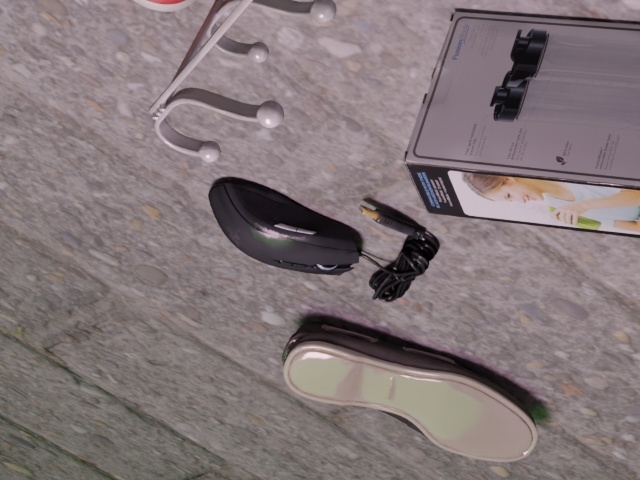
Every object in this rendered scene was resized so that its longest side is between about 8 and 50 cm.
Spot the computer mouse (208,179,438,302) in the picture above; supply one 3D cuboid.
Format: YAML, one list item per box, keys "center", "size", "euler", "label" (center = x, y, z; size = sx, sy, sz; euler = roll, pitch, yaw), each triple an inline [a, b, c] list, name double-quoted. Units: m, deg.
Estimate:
- center: [0.000, 0.000, 1.913]
  size: [0.262, 0.060, 0.184]
  euler: [26, 153, -11]
  label: "computer mouse"

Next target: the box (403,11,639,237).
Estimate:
- center: [0.235, -0.098, 1.465]
  size: [0.290, 0.169, 0.087]
  euler: [7, 152, 23]
  label: "box"

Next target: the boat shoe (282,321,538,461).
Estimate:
- center: [0.116, 0.178, 2.144]
  size: [0.335, 0.095, 0.112]
  euler: [19, 117, -4]
  label: "boat shoe"

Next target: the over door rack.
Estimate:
- center: [-0.027, -0.222, 1.340]
  size: [0.108, 0.239, 0.324]
  euler: [24, 153, -2]
  label: "over door rack"

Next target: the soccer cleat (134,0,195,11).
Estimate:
- center: [-0.222, -0.308, 1.418]
  size: [0.318, 0.108, 0.116]
  euler: [35, 170, -8]
  label: "soccer cleat"
